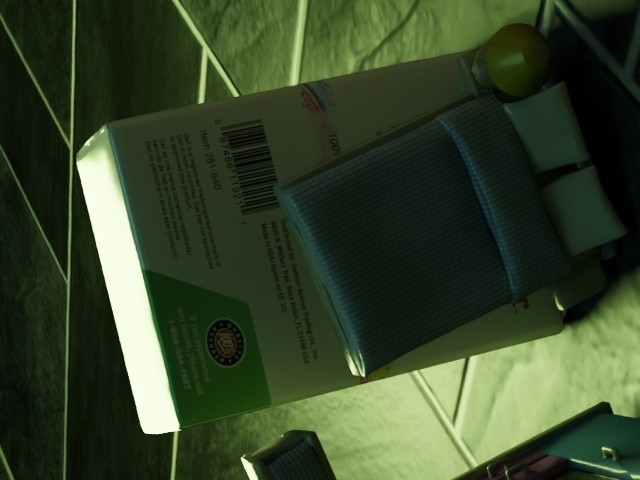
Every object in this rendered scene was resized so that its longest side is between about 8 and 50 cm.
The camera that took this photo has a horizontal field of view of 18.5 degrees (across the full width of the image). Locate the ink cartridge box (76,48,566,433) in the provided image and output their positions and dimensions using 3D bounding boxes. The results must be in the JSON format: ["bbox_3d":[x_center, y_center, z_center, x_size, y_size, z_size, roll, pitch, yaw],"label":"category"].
[{"bbox_3d":[0.000,0.000,1.323,0.117,0.278,0.201,155,101,-71],"label":"ink cartridge box"}]

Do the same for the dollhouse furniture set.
[{"bbox_3d":[0.083,0.054,1.133,0.198,0.286,0.303,-2,111,68],"label":"dollhouse furniture set"}]
